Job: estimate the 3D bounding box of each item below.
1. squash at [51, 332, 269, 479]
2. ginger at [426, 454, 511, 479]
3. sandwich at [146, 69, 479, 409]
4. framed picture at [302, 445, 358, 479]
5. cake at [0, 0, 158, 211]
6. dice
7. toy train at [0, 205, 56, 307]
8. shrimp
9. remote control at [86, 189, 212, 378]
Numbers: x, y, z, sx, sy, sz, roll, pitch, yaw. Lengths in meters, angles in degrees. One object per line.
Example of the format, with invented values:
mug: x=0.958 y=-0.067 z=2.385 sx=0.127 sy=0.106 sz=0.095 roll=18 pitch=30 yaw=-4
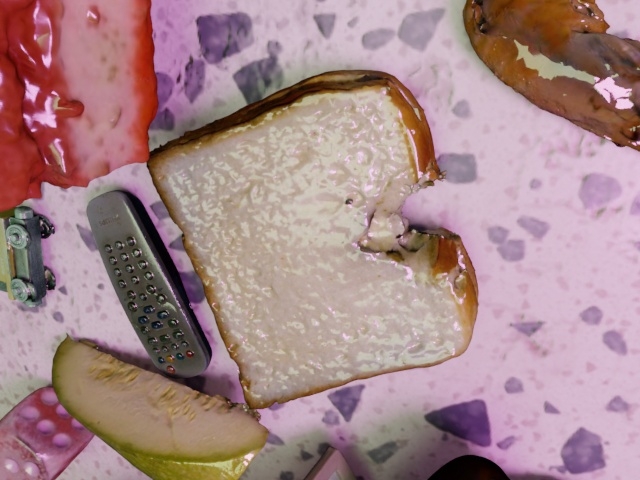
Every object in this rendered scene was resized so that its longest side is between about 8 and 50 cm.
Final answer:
squash: x=-0.196 y=0.175 z=0.569 sx=0.252 sy=0.093 sz=0.169 roll=38 pitch=138 yaw=0
ginger: x=0.162 y=0.425 z=0.454 sx=0.359 sy=0.211 sz=0.413 roll=18 pitch=98 yaw=-25
sandwich: x=0.000 y=-0.001 z=0.490 sx=0.249 sy=0.095 sz=0.273 roll=-16 pitch=103 yaw=19
framed picture: x=-0.029 y=0.384 z=0.521 sx=0.016 sy=0.289 sz=0.213 roll=-3 pitch=121 yaw=50
cake: x=-0.298 y=-0.179 z=0.362 sx=0.270 sy=0.320 sz=0.269 roll=26 pitch=119 yaw=32
dice: x=-0.344 y=0.245 z=0.659 sx=0.093 sy=0.094 sz=0.091 roll=41 pitch=112 yaw=-2
toy train: x=-0.346 y=0.016 z=0.611 sx=0.081 sy=0.050 sz=0.122 roll=13 pitch=111 yaw=15
shrimp: x=0.231 y=-0.133 z=0.403 sx=0.262 sy=0.066 sz=0.117 roll=31 pitch=112 yaw=2
remote control: x=-0.184 y=0.051 z=0.582 sx=0.072 sy=0.042 sz=0.221 roll=-16 pitch=104 yaw=20
